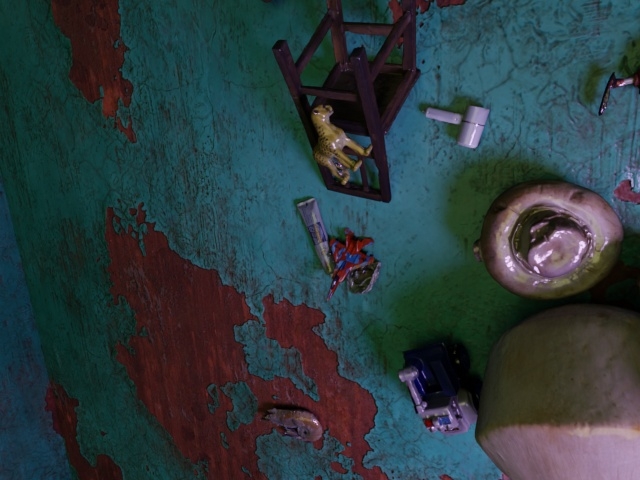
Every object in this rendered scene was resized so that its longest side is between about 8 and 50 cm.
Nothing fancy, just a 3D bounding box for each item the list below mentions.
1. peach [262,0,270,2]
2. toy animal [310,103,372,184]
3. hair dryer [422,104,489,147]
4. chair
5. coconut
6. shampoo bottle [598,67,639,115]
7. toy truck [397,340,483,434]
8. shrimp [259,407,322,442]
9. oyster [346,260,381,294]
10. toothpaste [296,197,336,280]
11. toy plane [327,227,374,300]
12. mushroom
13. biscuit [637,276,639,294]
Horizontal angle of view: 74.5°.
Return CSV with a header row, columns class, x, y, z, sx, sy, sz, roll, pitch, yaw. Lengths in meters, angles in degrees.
class,x,y,z,sx,sy,sz,roll,pitch,yaw
peach,-0.123,-0.614,1.003,0.083,0.083,0.083,8,107,27
toy animal,0.024,-0.190,0.870,0.136,0.181,0.073,37,80,-2
hair dryer,0.281,-0.255,0.902,0.137,0.047,0.082,25,115,27
chair,0.091,-0.309,0.924,0.203,0.416,0.240,16,66,24
coconut,0.475,0.318,0.729,0.415,0.415,0.344,-22,124,31
shampoo bottle,0.626,-0.276,0.692,0.284,0.071,0.153,-1,105,31
toy truck,0.277,0.353,0.987,0.161,0.177,0.213,-26,90,30
shrimp,-0.093,0.585,1.332,0.223,0.047,0.126,-6,110,28
oyster,0.111,0.096,1.099,0.100,0.037,0.098,10,89,48
toothpaste,0.000,0.000,1.128,0.060,0.038,0.233,-21,90,28
toy plane,0.062,0.068,1.082,0.130,0.061,0.189,25,97,22
mushroom,0.428,0.004,0.812,0.255,0.184,0.254,6,113,14
biscuit,0.635,0.205,0.616,0.350,0.455,0.078,27,136,-21
